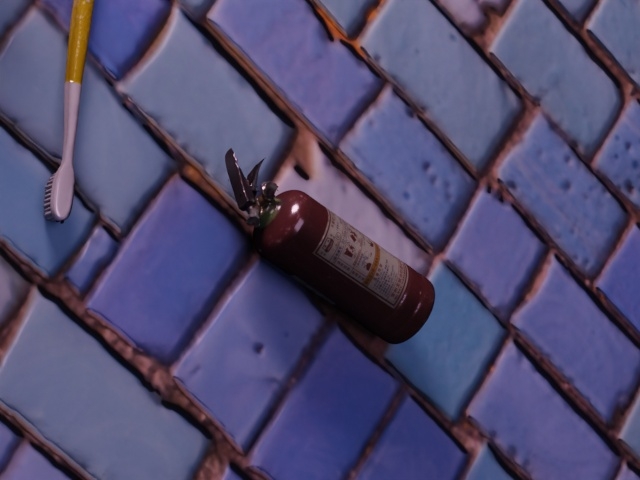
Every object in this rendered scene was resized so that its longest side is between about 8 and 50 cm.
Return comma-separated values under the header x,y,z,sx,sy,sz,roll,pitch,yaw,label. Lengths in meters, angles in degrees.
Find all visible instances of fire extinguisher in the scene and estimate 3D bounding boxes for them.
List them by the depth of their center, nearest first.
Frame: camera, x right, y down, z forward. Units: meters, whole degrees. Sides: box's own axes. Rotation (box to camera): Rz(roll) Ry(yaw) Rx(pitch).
x,y,z,sx,sy,sz,roll,pitch,yaw,label
0.000,0.000,1.809,0.231,0.071,0.099,36,35,-25,fire extinguisher

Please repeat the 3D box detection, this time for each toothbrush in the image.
x,y,z,sx,sy,sz,roll,pitch,yaw,label
-0.209,-0.153,1.705,0.021,0.024,0.288,17,70,-36,toothbrush
